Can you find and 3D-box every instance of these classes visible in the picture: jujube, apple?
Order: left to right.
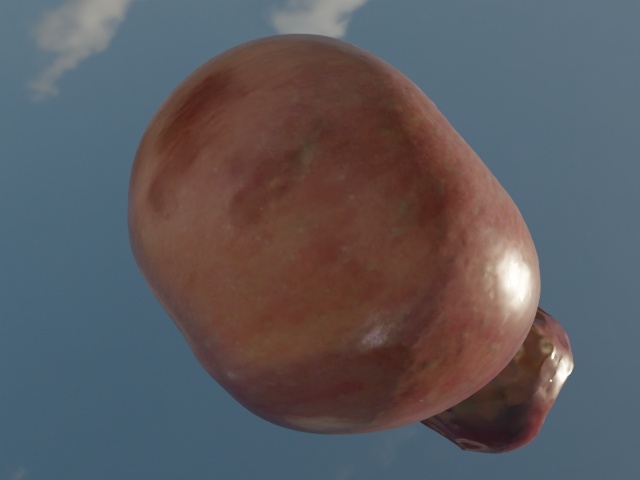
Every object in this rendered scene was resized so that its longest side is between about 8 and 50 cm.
[{"bbox_3d":[0.000,0.000,0.432,0.120,0.153,0.153,-39,-147,2],"label":"apple"},{"bbox_3d":[0.118,0.100,1.109,0.155,0.230,0.155,-61,-176,7],"label":"jujube"}]
